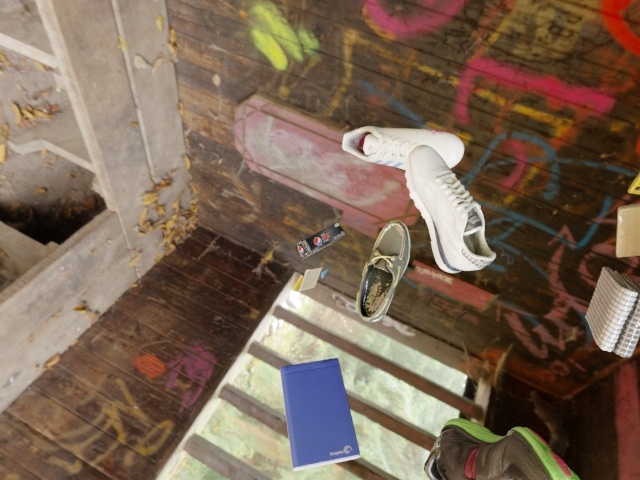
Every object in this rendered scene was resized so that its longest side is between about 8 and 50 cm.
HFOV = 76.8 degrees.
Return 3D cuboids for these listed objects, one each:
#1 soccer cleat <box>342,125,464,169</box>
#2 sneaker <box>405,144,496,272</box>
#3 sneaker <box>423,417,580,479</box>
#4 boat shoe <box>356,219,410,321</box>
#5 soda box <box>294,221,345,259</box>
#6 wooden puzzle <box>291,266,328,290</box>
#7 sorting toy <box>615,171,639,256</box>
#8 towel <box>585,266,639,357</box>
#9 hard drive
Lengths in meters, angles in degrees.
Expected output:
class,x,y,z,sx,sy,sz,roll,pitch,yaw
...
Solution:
class,x,y,z,sx,sy,sz,roll,pitch,yaw
soccer cleat,0.201,-0.239,1.063,0.143,0.331,0.116,-9,109,-45
sneaker,0.223,-0.062,0.687,0.090,0.235,0.095,-21,176,-20
sneaker,0.380,0.524,0.881,0.202,0.185,0.483,-39,169,-21
boat shoe,0.180,0.086,1.149,0.091,0.109,0.305,21,86,-71
soda box,0.000,0.000,1.339,0.169,0.053,0.060,-27,175,-33
wooden puzzle,-0.029,0.102,1.090,0.116,0.014,0.079,5,118,-56
sorting toy,0.655,-0.042,0.790,0.274,0.132,0.046,61,32,-36
towel,1.041,0.245,1.410,0.283,0.121,0.235,-25,127,-63
hard drive,-0.010,0.557,1.329,0.040,0.210,0.319,95,-15,-50
